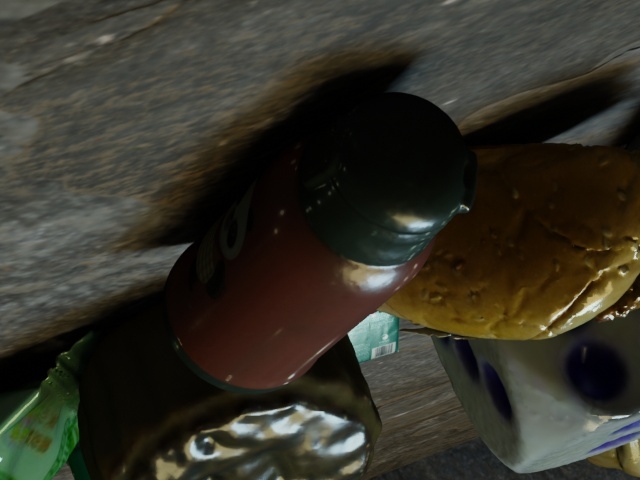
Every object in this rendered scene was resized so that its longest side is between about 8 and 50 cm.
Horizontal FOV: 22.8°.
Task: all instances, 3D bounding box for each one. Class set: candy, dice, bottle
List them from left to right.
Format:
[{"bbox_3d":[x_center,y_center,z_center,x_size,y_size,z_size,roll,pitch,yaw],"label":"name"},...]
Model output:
[{"bbox_3d":[-0.356,0.236,1.601,0.398,0.172,0.263,-31,171,-4],"label":"candy"},{"bbox_3d":[0.000,0.000,1.206,0.144,0.144,0.336,-11,162,-31],"label":"bottle"},{"bbox_3d":[0.253,0.079,1.604,0.243,0.259,0.251,-19,165,-10],"label":"dice"}]

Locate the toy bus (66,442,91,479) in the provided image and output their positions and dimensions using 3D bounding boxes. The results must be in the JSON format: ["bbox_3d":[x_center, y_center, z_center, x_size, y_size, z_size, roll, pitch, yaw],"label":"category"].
[{"bbox_3d":[-0.128,0.265,1.931,0.343,0.199,0.183,-20,165,-5],"label":"toy bus"}]

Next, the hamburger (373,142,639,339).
[{"bbox_3d":[0.163,-0.001,1.358,0.282,0.245,0.155,-48,158,10],"label":"hamburger"}]

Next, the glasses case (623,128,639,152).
[{"bbox_3d":[0.324,-0.082,1.371,0.060,0.114,0.299,-4,165,-6],"label":"glasses case"}]

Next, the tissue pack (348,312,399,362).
[{"bbox_3d":[0.020,0.082,1.688,0.111,0.079,0.085,-15,134,-17],"label":"tissue pack"}]

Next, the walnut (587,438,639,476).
[{"bbox_3d":[0.469,0.215,2.401,0.296,0.285,0.285,0,170,14],"label":"walnut"}]

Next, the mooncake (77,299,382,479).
[{"bbox_3d":[-0.090,0.178,1.546,0.290,0.161,0.290,-14,141,-12],"label":"mooncake"}]
